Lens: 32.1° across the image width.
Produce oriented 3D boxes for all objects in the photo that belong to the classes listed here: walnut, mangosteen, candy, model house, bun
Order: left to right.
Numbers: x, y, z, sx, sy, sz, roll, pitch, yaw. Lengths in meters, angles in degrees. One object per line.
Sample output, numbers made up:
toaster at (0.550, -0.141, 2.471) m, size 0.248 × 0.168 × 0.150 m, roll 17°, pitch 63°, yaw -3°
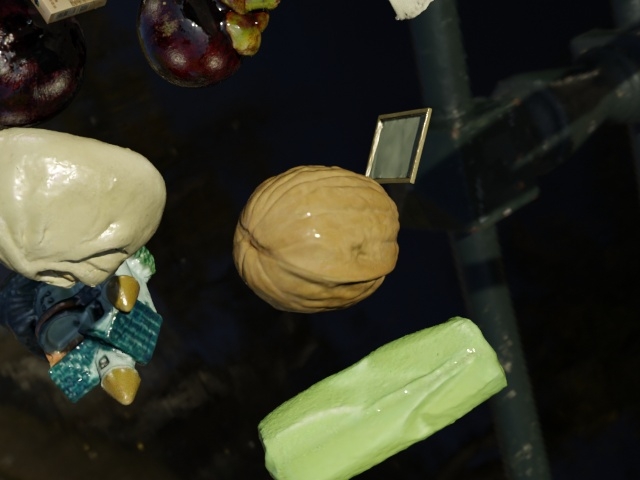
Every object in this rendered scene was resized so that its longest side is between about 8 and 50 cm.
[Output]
mangosteen at (-0.435, -0.248, 1.528) m, size 0.250 × 0.211 × 0.211 m, roll -10°, pitch 104°, yaw 59°
bun at (-0.273, -0.023, 1.136) m, size 0.231 × 0.231 × 0.133 m, roll -25°, pitch 59°, yaw 53°
model house at (-0.355, 0.136, 1.739) m, size 0.184 × 0.253 × 0.291 m, roll 45°, pitch -174°, yaw -50°
mangosteen at (-0.170, -0.335, 1.705) m, size 0.230 × 0.194 × 0.194 m, roll -19°, pitch 99°, yaw 19°
walnut at (0.000, 0.000, 1.614) m, size 0.225 × 0.261 × 0.225 m, roll 3°, pitch 94°, yaw 55°
candy at (0.081, 0.231, 1.500) m, size 0.142 × 0.343 × 0.132 m, roll 60°, pitch -179°, yaw -13°

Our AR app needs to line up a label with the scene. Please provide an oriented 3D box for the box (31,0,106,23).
box at (-0.296, -0.289, 1.296) m, size 0.053 × 0.083 × 0.024 m, roll 54°, pitch 144°, yaw 7°

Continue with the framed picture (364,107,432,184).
framed picture at (0.137, -0.168, 2.017) m, size 0.201 × 0.010 × 0.136 m, roll 5°, pitch 81°, yaw 68°

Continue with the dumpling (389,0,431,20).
dumpling at (0.154, -0.460, 1.751) m, size 0.126 × 0.216 × 0.166 m, roll 45°, pitch 124°, yaw -15°
